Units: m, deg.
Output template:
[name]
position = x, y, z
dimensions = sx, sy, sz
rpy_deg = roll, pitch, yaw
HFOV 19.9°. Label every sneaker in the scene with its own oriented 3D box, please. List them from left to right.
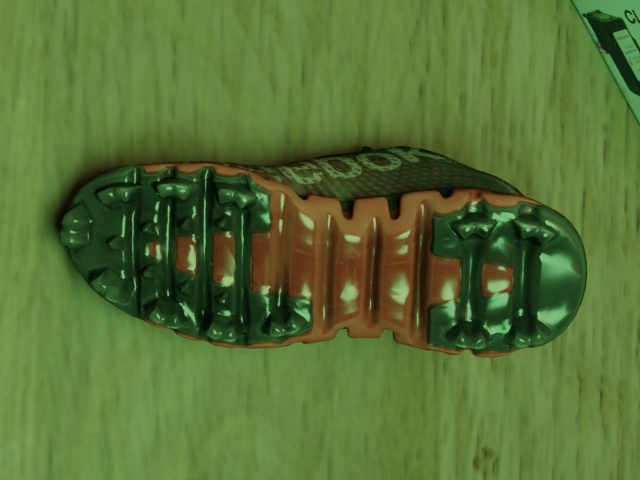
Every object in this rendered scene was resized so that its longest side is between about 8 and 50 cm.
[sneaker]
position = 0.000, 0.000, 0.993
dimensions = 0.276, 0.135, 0.097
rpy_deg = 4, 106, -3

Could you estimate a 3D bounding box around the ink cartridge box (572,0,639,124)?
[ink cartridge box]
position = 0.225, -0.122, 1.072
dimensions = 0.072, 0.127, 0.175
rpy_deg = -38, 108, -16
